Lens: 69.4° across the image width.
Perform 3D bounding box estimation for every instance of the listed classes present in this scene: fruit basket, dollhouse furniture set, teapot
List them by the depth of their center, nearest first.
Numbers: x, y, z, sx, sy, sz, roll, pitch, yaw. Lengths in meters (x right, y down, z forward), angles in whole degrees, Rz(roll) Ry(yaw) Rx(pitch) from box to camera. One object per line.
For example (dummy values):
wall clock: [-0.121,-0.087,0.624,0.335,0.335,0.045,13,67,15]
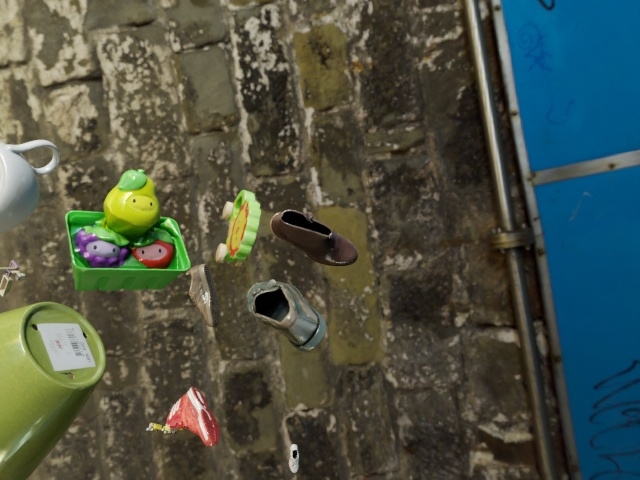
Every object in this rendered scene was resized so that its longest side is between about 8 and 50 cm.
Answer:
teapot: [-0.803,-0.124,1.151,0.187,0.255,0.253,50,38,-79]
dollhouse furniture set: [-0.988,0.133,1.428,0.081,0.091,0.115,1,121,-60]
fruit basket: [-0.617,-0.026,1.508,0.283,0.391,0.392,62,-3,32]

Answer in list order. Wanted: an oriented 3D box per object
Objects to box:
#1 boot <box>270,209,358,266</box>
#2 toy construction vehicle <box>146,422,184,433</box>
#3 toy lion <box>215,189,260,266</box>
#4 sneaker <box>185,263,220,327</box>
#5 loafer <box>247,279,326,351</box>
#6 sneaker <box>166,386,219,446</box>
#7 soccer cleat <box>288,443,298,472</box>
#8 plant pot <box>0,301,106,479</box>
boot: [0.000,0.000,1.099,0.207,0.248,0.090,169,-58,-77]
toy construction vehicle: [-0.520,0.630,1.560,0.086,0.098,0.035,42,44,-47]
toy lion: [-0.094,-0.019,0.552,0.096,0.034,0.100,-44,-143,51]
sneaker: [-0.347,0.167,1.364,0.066,0.071,0.189,27,49,-72]
loafer: [-0.084,0.120,0.878,0.084,0.096,0.267,41,-11,-31]
sneaker: [-0.411,0.594,1.483,0.087,0.128,0.221,51,-3,-42]
soccer cleat: [-0.076,0.633,1.335,0.035,0.029,0.084,-173,-97,-77]
plant pot: [-0.462,0.222,0.649,0.275,0.293,0.275,53,8,-10]
